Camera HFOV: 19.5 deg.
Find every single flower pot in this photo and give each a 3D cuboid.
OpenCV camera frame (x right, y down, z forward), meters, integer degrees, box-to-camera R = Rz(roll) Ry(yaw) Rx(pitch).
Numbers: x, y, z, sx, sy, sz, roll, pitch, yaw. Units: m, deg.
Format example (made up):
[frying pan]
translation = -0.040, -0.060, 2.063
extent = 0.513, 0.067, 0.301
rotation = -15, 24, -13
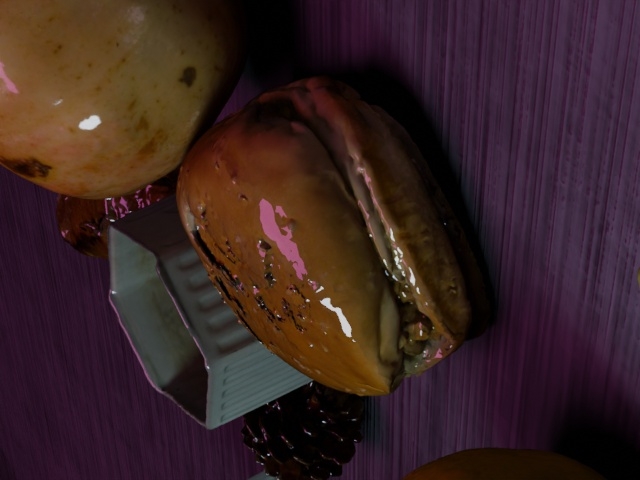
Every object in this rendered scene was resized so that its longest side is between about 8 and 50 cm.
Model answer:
[flower pot]
translation = -0.090, 0.054, 1.901
extent = 0.239, 0.189, 0.209
rotation = 27, 137, 55

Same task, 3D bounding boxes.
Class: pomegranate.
[pomegranate]
translation = -0.209, -0.213, 1.744
extent = 0.342, 0.342, 0.342
rotation = 49, 154, 34

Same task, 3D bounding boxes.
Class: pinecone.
[pinecone]
translation = -0.014, 0.190, 1.973
extent = 0.121, 0.140, 0.140
rotation = -41, 74, 35

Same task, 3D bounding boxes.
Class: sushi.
[sushi]
translation = -0.197, -0.046, 2.111
extent = 0.296, 0.179, 0.167
rotation = 144, 116, -66

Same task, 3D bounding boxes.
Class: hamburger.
[hamburger]
translation = 0.004, 0.003, 1.664
extent = 0.284, 0.174, 0.304
rotation = 58, 164, -8

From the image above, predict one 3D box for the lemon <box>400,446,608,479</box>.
[lemon]
translation = 0.147, 0.299, 1.516
extent = 0.293, 0.293, 0.293
rotation = 49, 154, 34

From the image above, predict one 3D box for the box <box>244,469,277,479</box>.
[box]
translation = -0.062, 0.405, 2.176
extent = 0.225, 0.225, 0.117
rotation = 56, 158, 21

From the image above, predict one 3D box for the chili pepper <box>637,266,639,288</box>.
[chili pepper]
translation = 0.265, 0.094, 1.326
extent = 0.049, 0.043, 0.208
rotation = 9, 123, 50
